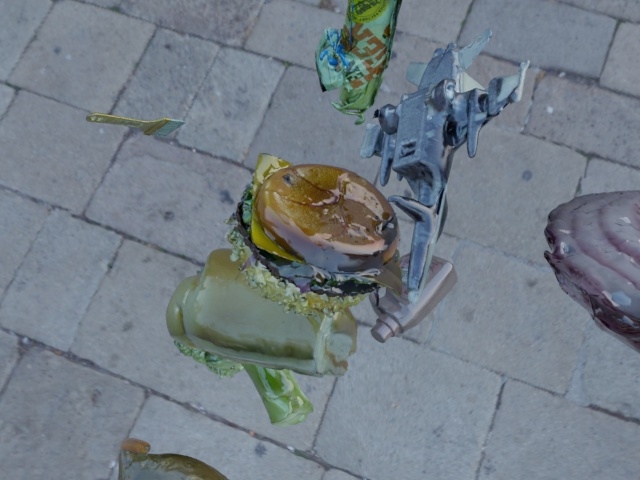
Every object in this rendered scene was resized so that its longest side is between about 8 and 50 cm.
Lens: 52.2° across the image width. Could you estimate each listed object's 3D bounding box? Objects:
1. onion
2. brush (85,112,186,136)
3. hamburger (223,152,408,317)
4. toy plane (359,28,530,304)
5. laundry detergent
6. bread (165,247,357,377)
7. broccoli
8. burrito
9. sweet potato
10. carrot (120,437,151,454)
[{"bbox_3d":[0.315,0.049,0.525,0.280,0.314,0.146,-7,114,-6],"label":"onion"},{"bbox_3d":[-0.396,-0.250,1.391,0.082,0.218,0.010,-24,75,38],"label":"brush"},{"bbox_3d":[0.000,0.000,0.873,0.261,0.139,0.243,14,39,-9],"label":"hamburger"},{"bbox_3d":[0.094,-0.074,0.585,0.088,0.192,0.262,37,58,-30],"label":"toy plane"},{"bbox_3d":[0.174,0.123,1.448,0.237,0.076,0.171,-42,35,-24],"label":"laundry detergent"},{"bbox_3d":[-0.103,0.125,1.188,0.341,0.300,0.210,6,73,19],"label":"bread"},{"bbox_3d":[-0.171,0.260,1.542,0.397,0.353,0.275,42,100,4],"label":"broccoli"},{"bbox_3d":[0.043,-0.247,0.823,0.104,0.288,0.054,-18,65,-12],"label":"burrito"},{"bbox_3d":[-0.113,0.425,0.946,0.422,0.130,0.131,30,73,-9],"label":"sweet potato"},{"bbox_3d":[-0.497,0.554,1.739,0.062,0.271,0.066,-34,83,-26],"label":"carrot"}]
